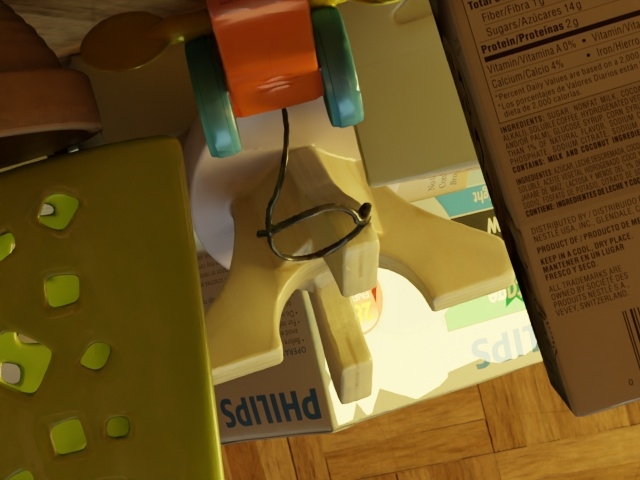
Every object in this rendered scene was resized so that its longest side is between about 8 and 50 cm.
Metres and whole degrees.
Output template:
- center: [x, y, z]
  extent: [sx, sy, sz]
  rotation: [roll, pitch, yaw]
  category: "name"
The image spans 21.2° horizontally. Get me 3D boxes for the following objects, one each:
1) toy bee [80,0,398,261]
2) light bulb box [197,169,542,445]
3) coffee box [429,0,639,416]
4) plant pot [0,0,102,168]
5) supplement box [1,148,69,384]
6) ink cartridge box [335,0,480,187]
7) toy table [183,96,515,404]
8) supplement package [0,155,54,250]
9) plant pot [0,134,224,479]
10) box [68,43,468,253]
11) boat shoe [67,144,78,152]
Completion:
- center: [-0.047, -0.123, 1.020]
  extent: [0.195, 0.162, 0.298]
  rotation: [-5, 152, -20]
  category: "toy bee"
- center: [0.043, -0.020, 1.678]
  extent: [0.358, 0.361, 0.225]
  rotation: [-14, 180, -36]
  category: "light bulb box"
- center: [0.134, -0.074, 0.881]
  extent: [0.118, 0.297, 0.168]
  rotation: [-17, 179, 4]
  category: "coffee box"
- center: [-0.236, -0.080, 0.856]
  extent: [0.237, 0.110, 0.237]
  rotation: [-14, 179, 0]
  category: "plant pot"
- center: [-0.251, -0.007, 1.363]
  extent: [0.130, 0.239, 0.073]
  rotation: [-14, 157, -26]
  category: "supplement box"
- center: [0.146, -0.143, 1.166]
  extent: [0.171, 0.168, 0.232]
  rotation: [-13, 180, 45]
  category: "ink cartridge box"
- center: [0.000, 0.000, 1.273]
  extent: [0.252, 0.161, 0.274]
  rotation: [-23, 151, 1]
  category: "toy table"
- center: [-0.319, 0.005, 1.183]
  extent: [0.194, 0.149, 0.203]
  rotation: [-12, 141, -53]
  category: "supplement package"
- center: [-0.174, 0.069, 0.964]
  extent: [0.207, 0.228, 0.227]
  rotation: [-8, 180, -10]
  category: "plant pot"
- center: [-0.038, -0.094, 1.401]
  extent: [0.311, 0.121, 0.148]
  rotation: [-15, 137, -15]
  category: "box"
- center: [-0.281, -0.084, 1.521]
  extent: [0.227, 0.081, 0.069]
  rotation: [-16, 176, 1]
  category: "boat shoe"
